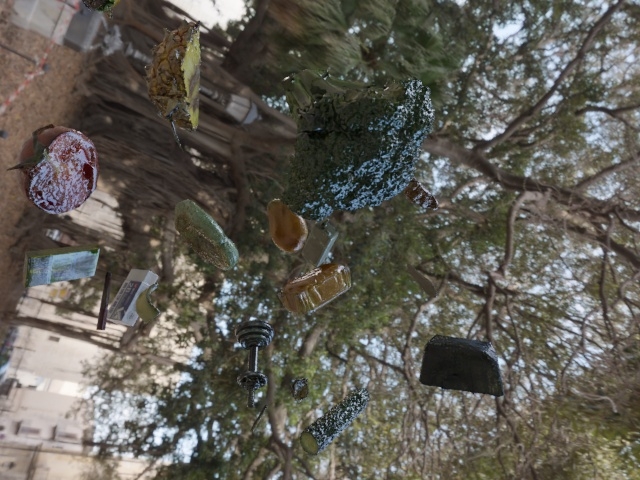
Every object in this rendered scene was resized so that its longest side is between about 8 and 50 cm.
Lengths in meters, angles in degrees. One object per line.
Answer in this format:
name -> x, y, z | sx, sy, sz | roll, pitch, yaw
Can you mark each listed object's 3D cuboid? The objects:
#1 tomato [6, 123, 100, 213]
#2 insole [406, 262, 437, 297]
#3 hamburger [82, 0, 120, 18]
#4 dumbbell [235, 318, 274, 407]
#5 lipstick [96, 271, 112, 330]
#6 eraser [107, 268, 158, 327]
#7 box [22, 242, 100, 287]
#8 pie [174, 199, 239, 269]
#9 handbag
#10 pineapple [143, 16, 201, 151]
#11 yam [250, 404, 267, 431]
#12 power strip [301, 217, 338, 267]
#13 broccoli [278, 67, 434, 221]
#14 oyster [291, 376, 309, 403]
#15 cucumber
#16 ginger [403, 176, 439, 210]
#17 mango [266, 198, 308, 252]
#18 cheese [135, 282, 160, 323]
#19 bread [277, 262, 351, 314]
tomato -> -0.923, -0.258, 1.586 | 0.309, 0.170, 0.309 | -52, 163, -23
insole -> 0.383, 0.152, 1.737 | 0.192, 0.010, 0.063 | -126, -153, -47
hamburger -> -0.448, -0.548, 0.919 | 0.189, 0.093, 0.164 | 34, -77, 36
dumbbell -> -0.179, 0.323, 1.234 | 0.110, 0.110, 0.255 | -44, -146, 34
lipstick -> -0.657, 0.184, 1.398 | 0.027, 0.027, 0.177 | -10, -106, 56
eraser -> -0.710, 0.212, 1.729 | 0.124, 0.068, 0.210 | 0, -122, 38
box -> -0.766, 0.072, 1.360 | 0.030, 0.193, 0.121 | 47, -54, 27
pie -> -0.307, -0.012, 1.212 | 0.054, 0.240, 0.240 | -46, -159, -25
handbag -> 0.439, 0.399, 1.456 | 0.270, 0.088, 0.175 | 1, -81, 33
pineapple -> -0.428, -0.443, 1.287 | 0.158, 0.161, 0.335 | -91, -169, -60
yam -> -0.198, 0.576, 1.491 | 0.014, 0.014, 0.107 | -42, -172, 37
power strip -> 0.000, 0.000, 1.746 | 0.053, 0.093, 0.288 | -39, 167, -32
broccoli -> 0.047, -0.185, 0.838 | 0.283, 0.321, 0.304 | 52, -40, 16
oyster -> -0.075, 0.526, 1.591 | 0.029, 0.086, 0.132 | 29, -59, 33
cucumber -> 0.069, 0.649, 1.696 | 0.096, 0.359, 0.096 | 13, -68, 36
ginger -> 0.316, -0.153, 1.515 | 0.073, 0.162, 0.103 | -46, -146, 14
mango -> -0.097, -0.045, 1.376 | 0.089, 0.115, 0.165 | 1, 81, -79
cheese -> -0.401, 0.146, 1.064 | 0.060, 0.041, 0.084 | -25, -115, 31
bread -> -0.014, 0.155, 1.554 | 0.136, 0.241, 0.107 | -3, -74, 49
